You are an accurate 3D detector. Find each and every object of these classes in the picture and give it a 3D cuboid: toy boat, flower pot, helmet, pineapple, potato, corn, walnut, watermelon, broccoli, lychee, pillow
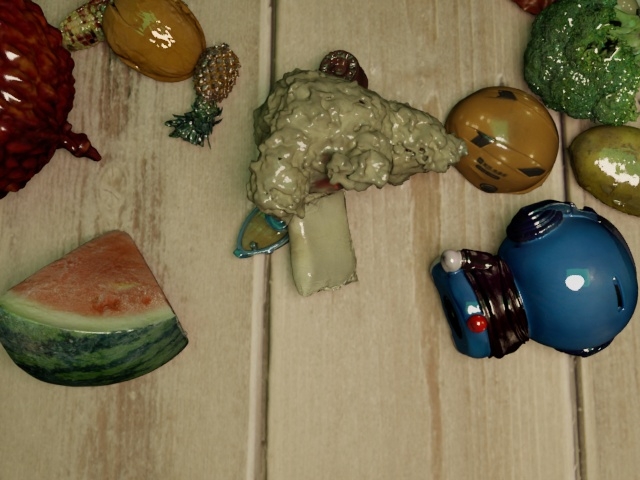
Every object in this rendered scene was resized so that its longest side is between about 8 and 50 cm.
[{"bbox_3d":[-0.082,-0.047,1.067,0.088,0.102,0.215,43,87,11],"label":"toy boat"},{"bbox_3d":[0.038,-0.321,1.104,0.111,0.089,0.111,-1,82,4],"label":"flower pot"},{"bbox_3d":[0.341,-0.191,1.046,0.224,0.130,0.198,29,87,6],"label":"helmet"},{"bbox_3d":[-0.227,-0.292,1.120,0.103,0.083,0.221,22,83,-9],"label":"pineapple"},{"bbox_3d":[0.566,-0.124,1.031,0.251,0.113,0.149,25,92,16],"label":"potato"},{"bbox_3d":[-0.418,-0.467,1.161,0.253,0.086,0.086,-28,81,1],"label":"corn"},{"bbox_3d":[-0.321,-0.402,1.104,0.211,0.087,0.167,30,97,-15],"label":"walnut"},{"bbox_3d":[-0.389,0.112,0.994,0.283,0.250,0.293,-9,84,-3],"label":"watermelon"},{"bbox_3d":[0.494,-0.321,0.990,0.270,0.270,0.270,-16,81,12],"label":"broccoli"},{"bbox_3d":[-0.622,-0.257,0.989,0.500,0.424,0.425,19,81,-37],"label":"lychee"},{"bbox_3d":[0.000,0.000,1.019,0.077,0.134,0.181,1,101,43],"label":"pillow"}]

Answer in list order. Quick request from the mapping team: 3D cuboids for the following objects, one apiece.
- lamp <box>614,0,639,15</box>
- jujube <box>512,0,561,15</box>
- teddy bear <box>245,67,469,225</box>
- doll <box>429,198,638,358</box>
[{"bbox_3d":[0.587,-0.451,1.096,0.163,0.091,0.091,-37,81,-18],"label":"lamp"},{"bbox_3d":[0.441,-0.538,1.037,0.213,0.232,0.213,-1,82,6],"label":"jujube"},{"bbox_3d":[0.066,-0.165,0.989,0.367,0.357,0.224,14,118,-14],"label":"teddy bear"},{"bbox_3d":[0.367,0.079,0.957,0.310,0.240,0.284,-19,104,1],"label":"doll"}]
